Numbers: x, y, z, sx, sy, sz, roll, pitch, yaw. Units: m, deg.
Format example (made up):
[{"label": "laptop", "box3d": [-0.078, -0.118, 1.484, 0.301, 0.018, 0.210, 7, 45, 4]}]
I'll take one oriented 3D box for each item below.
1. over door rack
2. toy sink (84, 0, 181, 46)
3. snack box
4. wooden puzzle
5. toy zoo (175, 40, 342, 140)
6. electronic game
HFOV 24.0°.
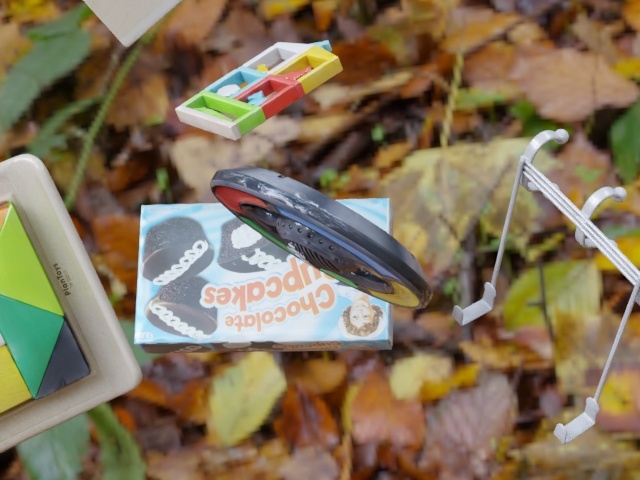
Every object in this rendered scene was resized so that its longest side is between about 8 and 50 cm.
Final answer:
[{"label": "over door rack", "box3d": [0.309, 0.051, 1.856, 0.108, 0.324, 0.239, -17, 52, -33]}, {"label": "toy sink", "box3d": [-0.235, -0.358, 1.858, 0.153, 0.131, 0.234, -40, 23, 5]}, {"label": "snack box", "box3d": [-0.069, 0.046, 1.907, 0.322, 0.060, 0.187, -2, 72, 8]}, {"label": "wooden puzzle", "box3d": [-0.294, 0.073, 1.231, 0.239, 0.221, 0.044, -24, 13, -5]}, {"label": "toy zoo", "box3d": [-0.094, -0.281, 2.689, 0.293, 0.030, 0.192, -35, 32, -22]}, {"label": "electronic game", "box3d": [0.000, 0.000, 1.382, 0.229, 0.229, 0.048, 21, 78, 43]}]
